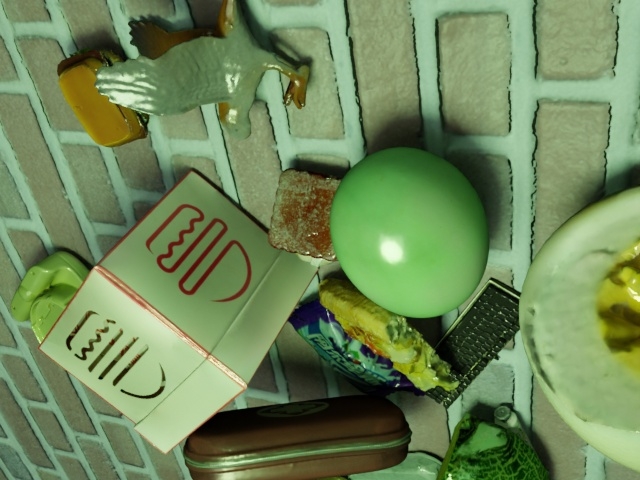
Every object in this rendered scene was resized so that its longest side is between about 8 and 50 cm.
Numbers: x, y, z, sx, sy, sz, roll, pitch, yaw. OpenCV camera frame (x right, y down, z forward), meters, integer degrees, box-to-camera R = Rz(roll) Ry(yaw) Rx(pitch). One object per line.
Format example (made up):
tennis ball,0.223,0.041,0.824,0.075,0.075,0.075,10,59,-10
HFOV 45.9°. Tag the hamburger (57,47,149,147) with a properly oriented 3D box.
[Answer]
hamburger,-0.351,-0.235,1.233,0.137,0.087,0.166,-8,121,32

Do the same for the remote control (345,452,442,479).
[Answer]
remote control,0.159,0.499,1.604,0.247,0.052,0.104,-14,118,37

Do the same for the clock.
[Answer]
clock,-0.513,0.187,1.610,0.308,0.096,0.235,47,131,2

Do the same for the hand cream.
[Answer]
hand cream,0.370,0.383,1.415,0.067,0.042,0.194,-12,124,28

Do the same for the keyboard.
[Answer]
keyboard,0.262,0.191,1.322,0.106,0.027,0.317,29,133,3

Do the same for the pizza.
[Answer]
pizza,0.128,0.178,1.261,0.288,0.075,0.280,42,173,-16

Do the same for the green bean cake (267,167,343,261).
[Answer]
green bean cake,-0.009,-0.041,1.207,0.136,0.056,0.135,13,95,20

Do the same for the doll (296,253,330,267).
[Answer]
doll,0.000,0.000,1.265,0.127,0.073,0.084,16,120,18

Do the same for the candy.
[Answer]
candy,0.062,0.212,1.407,0.275,0.070,0.145,41,145,-11

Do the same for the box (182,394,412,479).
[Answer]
box,-0.042,0.353,1.351,0.404,0.263,0.108,-5,88,-9

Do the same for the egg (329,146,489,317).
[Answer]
egg,0.132,-0.008,1.091,0.220,0.220,0.269,-15,128,34

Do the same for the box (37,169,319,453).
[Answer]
box,-0.245,0.122,1.319,0.300,0.312,0.314,41,132,-6

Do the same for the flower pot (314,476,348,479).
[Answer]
flower pot,-0.007,0.598,1.654,0.195,0.195,0.179,48,139,-15

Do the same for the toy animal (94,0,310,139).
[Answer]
toy animal,-0.136,-0.308,1.079,0.302,0.225,0.284,25,113,-12

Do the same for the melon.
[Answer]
melon,0.280,0.494,1.421,0.331,0.226,0.343,-12,141,-9

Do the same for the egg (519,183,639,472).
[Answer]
egg,0.475,0.146,0.987,0.354,0.354,0.340,-11,144,32
